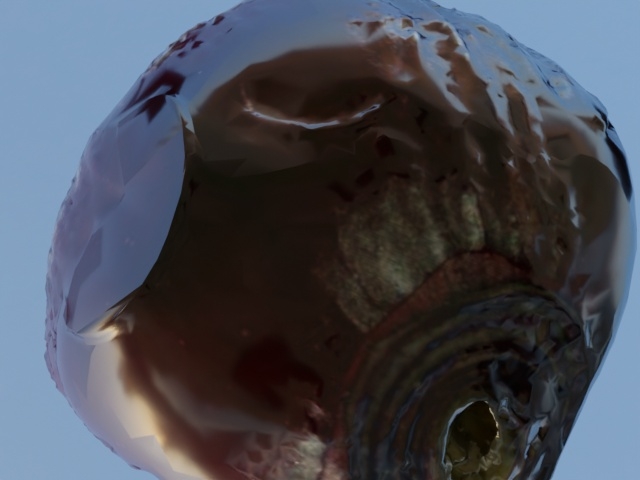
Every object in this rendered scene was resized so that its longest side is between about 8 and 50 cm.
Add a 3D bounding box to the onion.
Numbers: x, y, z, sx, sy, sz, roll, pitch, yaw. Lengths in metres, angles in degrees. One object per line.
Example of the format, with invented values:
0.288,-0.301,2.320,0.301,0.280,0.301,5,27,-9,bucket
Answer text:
0.002,-0.005,0.765,0.206,0.216,0.207,21,-76,-34,onion
